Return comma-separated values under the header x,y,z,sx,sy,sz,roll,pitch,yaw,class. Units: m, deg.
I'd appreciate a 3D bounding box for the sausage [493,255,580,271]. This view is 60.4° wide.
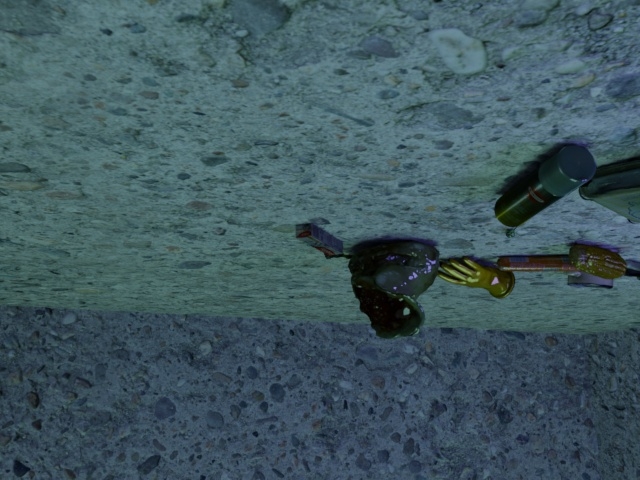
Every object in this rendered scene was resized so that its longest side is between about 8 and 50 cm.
x,y,z,sx,sy,sz,roll,pitch,yaw,class
0.760,0.078,1.849,0.348,0.053,0.053,-1,164,3,sausage

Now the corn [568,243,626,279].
x,y,z,sx,sy,sz,roll,pitch,yaw,class
0.881,0.067,1.743,0.262,0.097,0.097,14,159,-33,corn

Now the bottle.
x,y,z,sx,sy,sz,roll,pitch,yaw,class
0.462,-0.107,1.157,0.082,0.082,0.286,2,163,-7,bottle

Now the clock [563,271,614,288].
x,y,z,sx,sy,sz,roll,pitch,yaw,class
0.989,0.145,2.020,0.229,0.063,0.156,12,170,-27,clock

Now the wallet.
x,y,z,sx,sy,sz,roll,pitch,yaw,class
0.726,-0.100,1.186,0.310,0.077,0.223,12,162,-42,wallet

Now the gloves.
x,y,z,sx,sy,sz,roll,pitch,yaw,class
0.542,0.115,1.948,0.294,0.116,0.133,19,130,-26,gloves

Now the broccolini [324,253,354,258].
x,y,z,sx,sy,sz,roll,pitch,yaw,class
0.099,0.053,1.793,0.218,0.044,0.042,10,161,-36,broccolini

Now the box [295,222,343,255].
x,y,z,sx,sy,sz,roll,pitch,yaw,class
0.000,0.000,1.611,0.055,0.039,0.218,-8,162,24,box

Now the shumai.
x,y,z,sx,sy,sz,roll,pitch,yaw,class
0.226,0.176,1.728,0.292,0.288,0.330,-1,158,-19,shumai

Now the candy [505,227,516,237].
x,y,z,sx,sy,sz,roll,pitch,yaw,class
0.545,-0.030,1.542,0.023,0.025,0.083,-40,166,-21,candy

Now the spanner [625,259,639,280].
x,y,z,sx,sy,sz,roll,pitch,yaw,class
1.175,0.115,1.998,0.325,0.040,0.096,11,161,-29,spanner
